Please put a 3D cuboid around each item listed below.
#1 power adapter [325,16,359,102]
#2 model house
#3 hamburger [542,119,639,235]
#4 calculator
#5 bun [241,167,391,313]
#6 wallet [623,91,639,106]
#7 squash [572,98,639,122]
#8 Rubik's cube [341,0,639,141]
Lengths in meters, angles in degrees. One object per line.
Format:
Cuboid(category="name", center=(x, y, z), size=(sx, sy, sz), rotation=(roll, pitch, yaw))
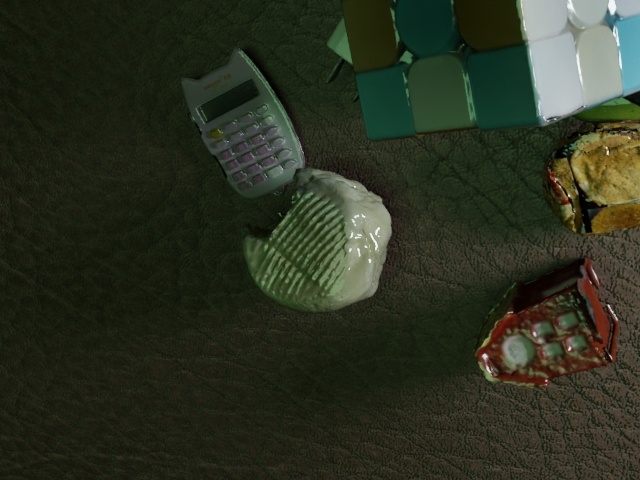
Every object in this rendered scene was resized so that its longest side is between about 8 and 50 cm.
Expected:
Cuboid(category="power adapter", center=(0.088, -0.347, 1.638), size=(0.130, 0.125, 0.205), rotation=(38, 116, 6))
Cuboid(category="model house", center=(0.390, 0.162, 1.636), size=(0.254, 0.196, 0.160), rotation=(-27, 96, 25))
Cuboid(category="hamburger", center=(0.490, -0.112, 1.545), size=(0.231, 0.107, 0.231), rotation=(10, 129, 13))
Cuboid(category="calculator", center=(-0.146, -0.222, 1.812), size=(0.194, 0.043, 0.294), rotation=(-23, 99, 24))
Cuboid(category="bun", center=(0.012, 0.008, 1.731), size=(0.281, 0.205, 0.282), rotation=(1, 93, 27))
Cuboid(category="wallet", center=(0.520, -0.287, 1.480), size=(0.244, 0.025, 0.124), rotation=(39, 90, 33))
Cuboid(category="squash", center=(0.506, -0.243, 1.536), size=(0.188, 0.095, 0.095), rotation=(1, 105, 23))
Cuboid(category="Rubik's cube", center=(0.266, -0.358, 1.393), size=(0.344, 0.347, 0.347), rotation=(2, 106, 46))
